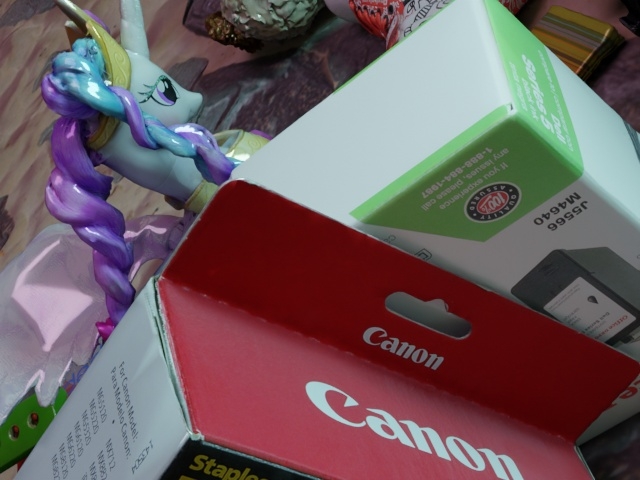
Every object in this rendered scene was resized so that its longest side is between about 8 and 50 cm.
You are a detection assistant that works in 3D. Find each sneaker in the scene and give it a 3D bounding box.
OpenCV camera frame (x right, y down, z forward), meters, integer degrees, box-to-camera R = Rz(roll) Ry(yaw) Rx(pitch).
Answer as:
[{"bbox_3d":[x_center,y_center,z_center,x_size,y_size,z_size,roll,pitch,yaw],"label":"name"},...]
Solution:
[{"bbox_3d":[0.073,-0.206,1.159,0.270,0.090,0.145,0,58,48],"label":"sneaker"}]

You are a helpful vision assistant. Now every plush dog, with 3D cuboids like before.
[{"bbox_3d":[-0.051,-0.326,1.360,0.262,0.211,0.225,-27,65,35],"label":"plush dog"}]

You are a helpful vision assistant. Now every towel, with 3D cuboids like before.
[{"bbox_3d":[0.146,-0.087,1.030,0.237,0.021,0.102,-52,28,5],"label":"towel"}]

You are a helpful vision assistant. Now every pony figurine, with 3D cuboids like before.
[{"bbox_3d":[-0.092,0.038,0.886,0.303,0.363,0.351,22,86,57],"label":"pony figurine"}]

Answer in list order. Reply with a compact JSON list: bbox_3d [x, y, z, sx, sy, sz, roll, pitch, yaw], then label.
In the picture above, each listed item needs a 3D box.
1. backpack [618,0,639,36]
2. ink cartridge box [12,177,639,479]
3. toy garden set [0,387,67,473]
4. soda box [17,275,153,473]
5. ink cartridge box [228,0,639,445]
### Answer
[{"bbox_3d":[0.247,-0.302,0.883,0.191,0.253,0.225,-28,36,4],"label":"backpack"},{"bbox_3d":[0.015,0.152,0.673,0.272,0.309,0.130,-55,31,21],"label":"ink cartridge box"},{"bbox_3d":[-0.188,0.237,1.064,0.204,0.049,0.244,-33,64,28],"label":"toy garden set"},{"bbox_3d":[-0.172,0.129,1.174,0.263,0.083,0.092,-45,34,16],"label":"soda box"},{"bbox_3d":[0.109,0.010,0.756,0.198,0.273,0.114,-36,40,27],"label":"ink cartridge box"}]
